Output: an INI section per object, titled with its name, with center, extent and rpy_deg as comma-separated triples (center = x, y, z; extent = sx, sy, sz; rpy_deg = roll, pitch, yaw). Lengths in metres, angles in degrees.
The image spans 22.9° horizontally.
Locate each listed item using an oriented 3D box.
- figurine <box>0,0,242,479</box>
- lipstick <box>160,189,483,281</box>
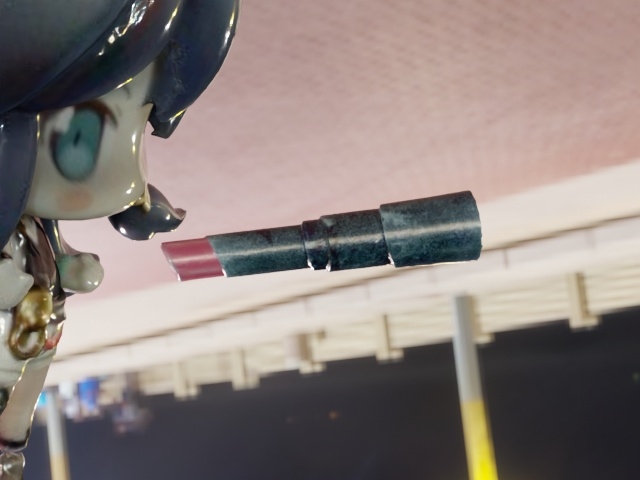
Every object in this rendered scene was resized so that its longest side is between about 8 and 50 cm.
[figurine]
center = -0.134, -0.036, 0.587
extent = 0.197, 0.265, 0.175
rpy_deg = 33, -175, -13
[lipstick]
center = 0.000, 0.000, 1.161
extent = 0.234, 0.053, 0.053
rpy_deg = -6, 174, -10
